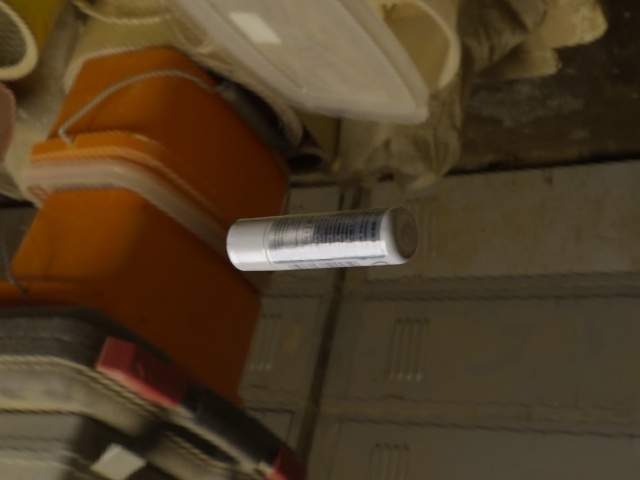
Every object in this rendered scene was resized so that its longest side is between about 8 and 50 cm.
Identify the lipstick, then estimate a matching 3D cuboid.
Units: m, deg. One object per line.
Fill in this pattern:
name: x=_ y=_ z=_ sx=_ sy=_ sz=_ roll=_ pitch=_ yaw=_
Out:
lipstick: x=0.000 y=0.000 z=0.704 sx=0.141 sy=0.040 sz=0.040 roll=-3 pitch=150 yaw=35
